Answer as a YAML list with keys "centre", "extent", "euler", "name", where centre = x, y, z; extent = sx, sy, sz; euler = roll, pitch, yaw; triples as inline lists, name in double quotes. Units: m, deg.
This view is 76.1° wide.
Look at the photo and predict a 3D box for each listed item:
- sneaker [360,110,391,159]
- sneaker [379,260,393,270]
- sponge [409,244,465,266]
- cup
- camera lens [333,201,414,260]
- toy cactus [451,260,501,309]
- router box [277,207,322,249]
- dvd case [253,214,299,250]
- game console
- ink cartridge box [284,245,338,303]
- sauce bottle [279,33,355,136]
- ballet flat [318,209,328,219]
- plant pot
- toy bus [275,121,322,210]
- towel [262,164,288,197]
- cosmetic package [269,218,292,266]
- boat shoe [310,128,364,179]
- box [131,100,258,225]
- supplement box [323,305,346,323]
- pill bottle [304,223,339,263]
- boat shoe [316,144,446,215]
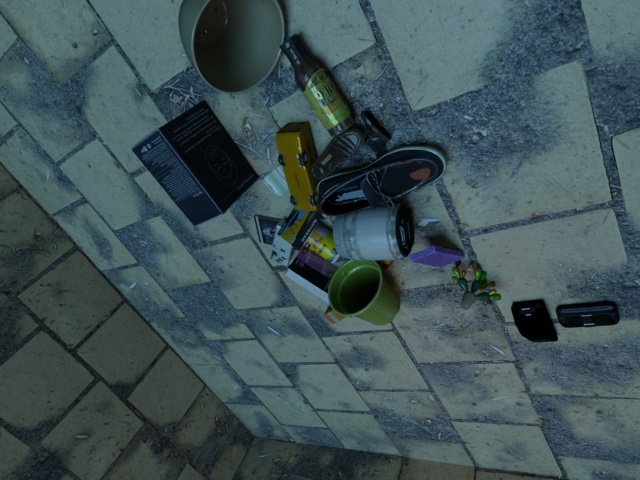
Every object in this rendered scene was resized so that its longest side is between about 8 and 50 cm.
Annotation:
- centre: [0.181, -0.371, 1.443]
  extent: [0.170, 0.051, 0.089]
  euler: [39, 134, -21]
  name: "sneaker"
- centre: [0.298, 0.064, 1.743]
  extent: [0.064, 0.067, 0.175]
  euler: [21, 132, 14]
  name: "sneaker"
- centre: [0.456, 0.063, 1.593]
  extent: [0.210, 0.031, 0.117]
  euler: [11, 151, -40]
  name: "sponge"
- centre: [-0.317, -0.676, 1.305]
  extent: [0.237, 0.331, 0.331]
  euler: [42, 141, 28]
  name: "cup"
- centre: [0.214, -0.031, 1.598]
  extent: [0.274, 0.219, 0.219]
  euler: [-3, 125, 30]
  name: "camera lens"
- centre: [0.601, 0.195, 1.625]
  extent: [0.219, 0.180, 0.112]
  euler: [39, 155, 0]
  name: "toy cactus"
- centre: [-0.089, -0.068, 1.741]
  extent: [0.133, 0.179, 0.046]
  euler: [35, -177, 41]
  name: "router box"
- centre: [-0.207, -0.037, 1.961]
  extent: [0.221, 0.018, 0.164]
  euler: [10, 132, 19]
  name: "dvd case"
- centre: [0.964, 0.314, 1.618]
  extent: [0.361, 0.044, 0.213]
  euler: [-14, 121, 36]
  name: "game console"
- centre: [0.028, 0.191, 1.917]
  extent: [0.371, 0.176, 0.069]
  euler: [35, 134, -3]
  name: "ink cartridge box"
- centre: [-0.013, -0.520, 1.382]
  extent: [0.111, 0.111, 0.344]
  euler: [-21, 117, 39]
  name: "sauce bottle"
- centre: [0.046, -0.152, 1.696]
  extent: [0.070, 0.070, 0.188]
  euler: [32, 135, 0]
  name: "ballet flat"
- centre: [0.215, 0.249, 1.808]
  extent: [0.276, 0.276, 0.254]
  euler: [-14, 142, 36]
  name: "plant pot"
- centre: [-0.075, -0.281, 1.604]
  extent: [0.108, 0.130, 0.332]
  euler: [3, 128, 25]
  name: "toy bus"
- centre: [-0.172, -0.256, 1.753]
  extent: [0.152, 0.023, 0.113]
  euler: [-29, 111, 41]
  name: "towel"
- centre: [-0.171, 0.015, 1.932]
  extent: [0.099, 0.060, 0.239]
  euler: [23, 135, 6]
  name: "cosmetic package"
- centre: [0.066, -0.331, 1.513]
  extent: [0.257, 0.095, 0.095]
  euler: [-32, 99, 38]
  name: "boat shoe"
- centre: [-0.501, -0.314, 1.689]
  extent: [0.212, 0.293, 0.395]
  euler: [-17, 117, 38]
  name: "box"
- centre: [0.119, 0.342, 2.067]
  extent: [0.080, 0.078, 0.233]
  euler: [46, 133, -9]
  name: "supplement box"
- centre: [0.000, 0.000, 1.811]
  extent: [0.215, 0.117, 0.117]
  euler: [34, 135, -1]
  name: "pill bottle"
- centre: [0.206, -0.199, 1.479]
  extent: [0.500, 0.156, 0.187]
  euler: [-13, 129, 25]
  name: "boat shoe"
